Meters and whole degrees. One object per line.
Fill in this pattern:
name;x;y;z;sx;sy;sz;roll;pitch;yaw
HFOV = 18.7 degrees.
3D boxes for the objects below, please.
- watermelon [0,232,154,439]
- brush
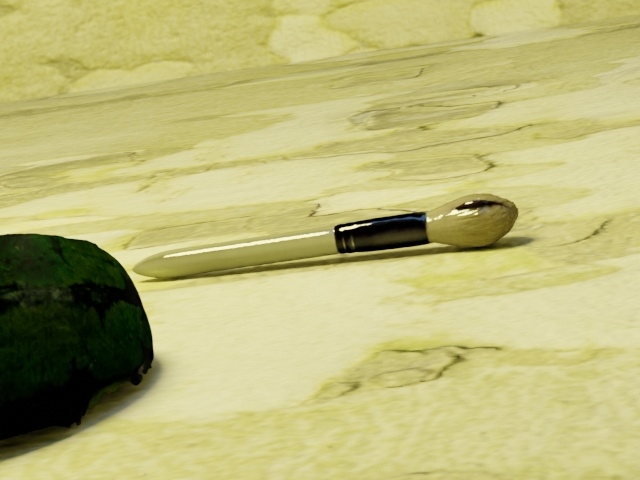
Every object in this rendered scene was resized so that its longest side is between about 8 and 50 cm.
watermelon;-0.212;0.071;1.157;0.301;0.123;0.129;-16;-8;-38
brush;0.000;0.000;1.451;0.299;0.039;0.042;-7;13;11
